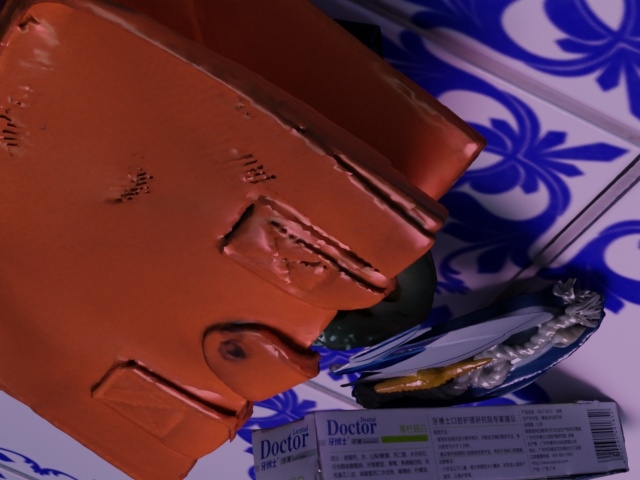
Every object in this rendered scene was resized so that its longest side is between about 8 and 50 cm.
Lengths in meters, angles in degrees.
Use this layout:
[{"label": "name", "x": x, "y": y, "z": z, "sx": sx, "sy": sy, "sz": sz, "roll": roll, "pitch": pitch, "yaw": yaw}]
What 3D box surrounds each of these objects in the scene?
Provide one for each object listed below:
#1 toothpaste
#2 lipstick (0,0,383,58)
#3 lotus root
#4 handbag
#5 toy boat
[{"label": "toothpaste", "x": 0.104, "y": 0.166, "z": 1.195, "sx": 0.336, "sy": 0.067, "sz": 0.081, "roll": 4, "pitch": 160, "yaw": -39}, {"label": "lipstick", "x": -0.112, "y": -0.137, "z": 1.032, "sx": 0.312, "sy": 0.051, "sz": 0.051, "roll": 11, "pitch": 144, "yaw": 17}, {"label": "lotus root", "x": 0.000, "y": 0.002, "z": 1.152, "sx": 0.183, "sy": 0.078, "sz": 0.203, "roll": 11, "pitch": 148, "yaw": 1}, {"label": "handbag", "x": -0.117, "y": -0.007, "z": 1.031, "sx": 0.303, "sy": 0.116, "sz": 0.410, "roll": 36, "pitch": 136, "yaw": -8}, {"label": "toy boat", "x": 0.087, "y": 0.074, "z": 1.105, "sx": 0.220, "sy": 0.067, "sz": 0.291, "roll": -22, "pitch": 163, "yaw": 21}]
